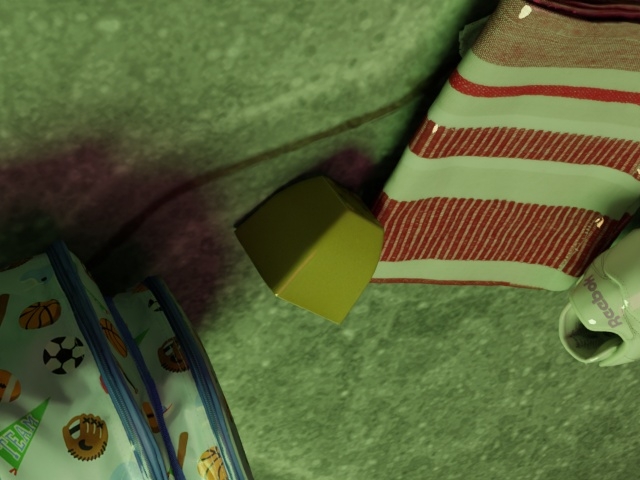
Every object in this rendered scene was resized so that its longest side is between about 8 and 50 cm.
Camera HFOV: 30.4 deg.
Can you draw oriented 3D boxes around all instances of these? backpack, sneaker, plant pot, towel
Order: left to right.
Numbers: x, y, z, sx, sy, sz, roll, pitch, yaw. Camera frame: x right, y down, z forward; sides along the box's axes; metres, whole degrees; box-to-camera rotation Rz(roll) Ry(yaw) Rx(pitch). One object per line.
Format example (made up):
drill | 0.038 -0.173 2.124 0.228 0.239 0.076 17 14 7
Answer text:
backpack | -0.168 0.137 0.836 0.213 0.276 0.263 -32 129 -14
plant pot | 0.000 0.000 0.908 0.083 0.081 0.081 -48 136 15
towel | 0.173 -0.059 0.915 0.237 0.037 0.329 3 142 -24
sneaker | 0.281 0.051 1.049 0.152 0.114 0.305 -31 160 8

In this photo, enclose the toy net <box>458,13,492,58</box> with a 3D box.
toy net | 0.216 -0.152 0.877 0.232 0.045 0.122 -3 136 -25
